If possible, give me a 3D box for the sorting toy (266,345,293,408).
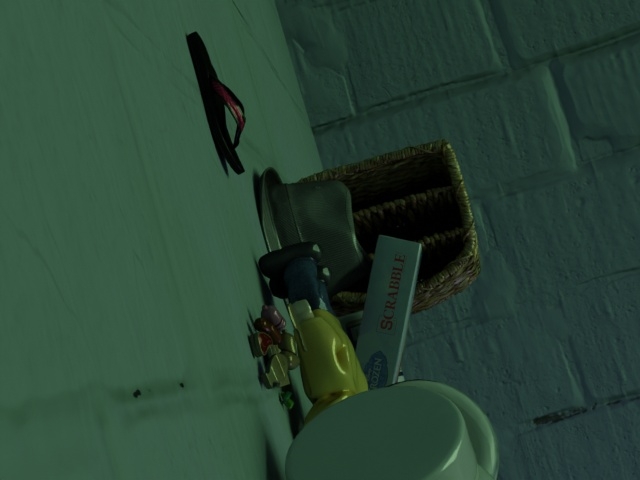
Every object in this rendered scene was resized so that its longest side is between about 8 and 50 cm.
[{"bbox_3d":[-0.046,0.144,1.375,0.062,0.012,0.083,25,49,-82],"label":"sorting toy"}]

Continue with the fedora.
[{"bbox_3d":[0.000,0.000,1.811,0.275,0.124,0.244,-83,156,-81],"label":"fedora"}]

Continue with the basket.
[{"bbox_3d":[0.113,-0.002,2.151,0.223,0.299,0.214,71,5,-60],"label":"basket"}]

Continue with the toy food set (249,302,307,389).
[{"bbox_3d":[-0.051,0.107,1.327,0.078,0.019,0.122,71,21,-3],"label":"toy food set"}]

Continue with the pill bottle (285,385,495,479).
[{"bbox_3d":[0.098,0.334,1.219,0.204,0.204,0.361,-99,171,-64],"label":"pill bottle"}]

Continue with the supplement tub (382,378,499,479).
[{"bbox_3d":[0.127,0.324,1.604,0.316,0.193,0.194,79,-3,-57],"label":"supplement tub"}]

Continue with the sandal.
[{"bbox_3d":[-0.115,-0.167,1.498,0.067,0.040,0.179,44,30,-82],"label":"sandal"}]

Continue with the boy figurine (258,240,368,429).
[{"bbox_3d":[0.002,0.147,1.481,0.177,0.092,0.285,68,8,-57],"label":"boy figurine"}]

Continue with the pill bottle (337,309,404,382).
[{"bbox_3d":[0.078,0.214,2.101,0.112,0.112,0.187,48,26,-81],"label":"pill bottle"}]

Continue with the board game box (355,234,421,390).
[{"bbox_3d":[0.092,0.159,1.885,0.318,0.065,0.319,22,79,-84],"label":"board game box"}]
